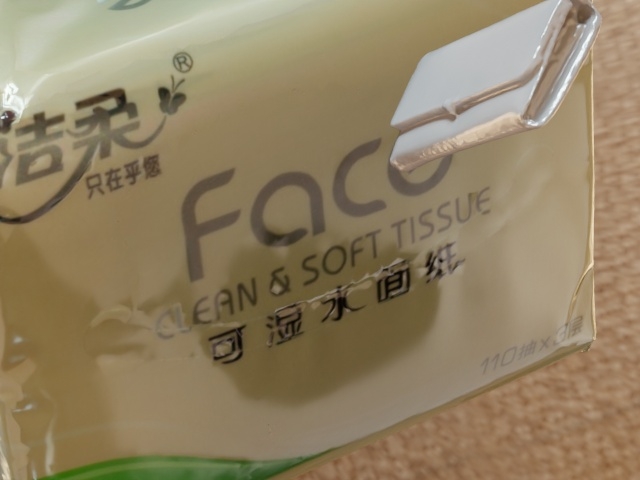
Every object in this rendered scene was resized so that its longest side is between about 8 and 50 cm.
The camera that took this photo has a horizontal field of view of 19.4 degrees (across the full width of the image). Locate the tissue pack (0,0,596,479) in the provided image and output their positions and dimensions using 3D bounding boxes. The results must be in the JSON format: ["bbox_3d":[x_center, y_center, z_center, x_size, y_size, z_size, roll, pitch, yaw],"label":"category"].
[{"bbox_3d":[-0.047,-0.024,1.099,0.405,0.205,0.331,-22,125,-24],"label":"tissue pack"}]

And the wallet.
[{"bbox_3d":[0.068,-0.064,0.783,0.025,0.122,0.061,29,73,-19],"label":"wallet"}]
